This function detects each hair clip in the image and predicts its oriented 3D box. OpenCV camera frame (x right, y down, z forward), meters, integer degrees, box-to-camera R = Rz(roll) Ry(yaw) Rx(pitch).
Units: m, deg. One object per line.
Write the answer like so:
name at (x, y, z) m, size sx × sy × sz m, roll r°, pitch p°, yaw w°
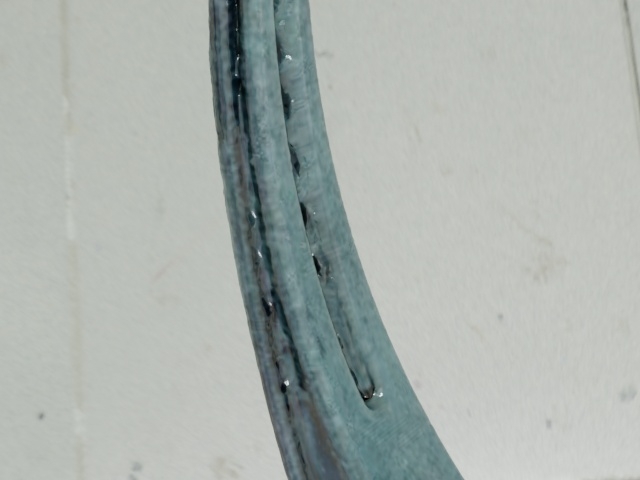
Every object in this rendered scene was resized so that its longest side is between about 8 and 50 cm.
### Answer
hair clip at (0.000, 0.000, 0.411) m, size 0.083 × 0.048 × 0.275 m, roll -2°, pitch 110°, yaw 38°
